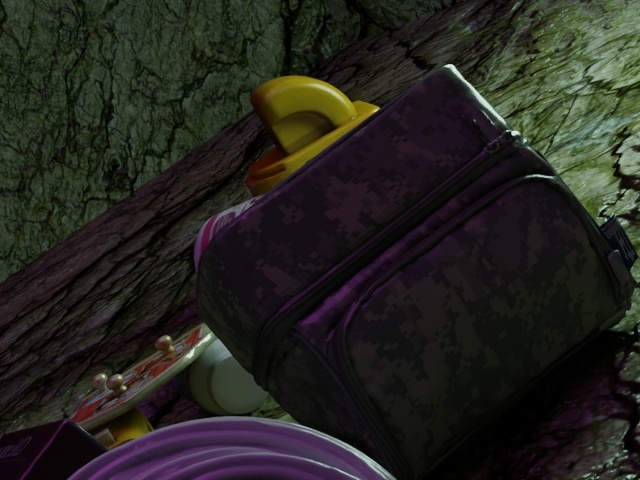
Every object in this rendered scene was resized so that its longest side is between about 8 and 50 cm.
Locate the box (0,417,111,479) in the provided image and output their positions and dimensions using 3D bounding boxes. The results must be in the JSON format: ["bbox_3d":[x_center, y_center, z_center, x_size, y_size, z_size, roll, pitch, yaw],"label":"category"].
[{"bbox_3d":[-0.255,0.307,0.901,0.381,0.143,0.191,-52,13,-25],"label":"box"}]

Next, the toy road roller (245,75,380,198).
[{"bbox_3d":[0.045,-0.150,1.941,0.329,0.241,0.202,-31,14,-3],"label":"toy road roller"}]

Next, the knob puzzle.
[{"bbox_3d":[-0.196,0.142,1.440,0.213,0.030,0.213,-32,7,4],"label":"knob puzzle"}]

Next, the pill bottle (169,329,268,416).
[{"bbox_3d":[-0.111,0.147,1.527,0.087,0.087,0.160,-34,13,-15],"label":"pill bottle"}]

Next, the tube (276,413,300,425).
[{"bbox_3d":[-0.041,0.200,1.241,0.240,0.062,0.070,-32,2,0],"label":"tube"}]

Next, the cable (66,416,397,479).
[{"bbox_3d":[-0.048,0.223,0.802,0.257,0.257,0.089,-31,-32,-21],"label":"cable"}]

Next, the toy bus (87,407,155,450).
[{"bbox_3d":[-0.195,0.234,1.350,0.202,0.104,0.191,-21,17,38],"label":"toy bus"}]

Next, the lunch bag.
[{"bbox_3d":[0.083,0.041,1.159,0.305,0.256,0.212,-36,-12,-20],"label":"lunch bag"}]

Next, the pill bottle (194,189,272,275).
[{"bbox_3d":[0.000,0.000,1.666,0.283,0.160,0.160,-21,16,32],"label":"pill bottle"}]
